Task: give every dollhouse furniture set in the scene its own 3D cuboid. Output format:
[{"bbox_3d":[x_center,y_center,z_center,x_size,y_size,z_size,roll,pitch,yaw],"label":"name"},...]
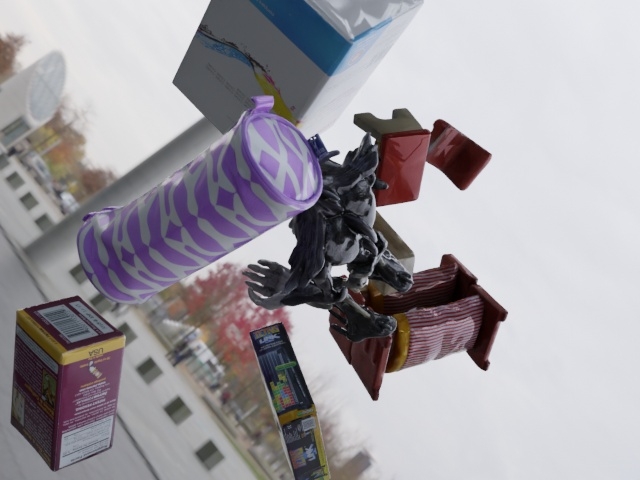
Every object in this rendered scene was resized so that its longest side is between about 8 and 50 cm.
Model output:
[{"bbox_3d":[0.144,0.016,1.070,0.152,0.201,0.374,-127,-147,-45],"label":"dollhouse furniture set"}]

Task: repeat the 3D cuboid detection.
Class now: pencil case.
[{"bbox_3d":[-0.095,-0.024,0.607,0.088,0.206,0.086,60,29,-1],"label":"pencil case"}]

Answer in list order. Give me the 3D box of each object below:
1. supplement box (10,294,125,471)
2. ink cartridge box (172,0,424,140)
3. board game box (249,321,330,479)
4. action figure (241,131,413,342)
[{"bbox_3d":[-0.151,0.084,0.477,0.055,0.043,0.083,31,-61,35],"label":"supplement box"},{"bbox_3d":[-0.038,-0.274,1.123,0.197,0.198,0.270,45,-45,5],"label":"ink cartridge box"},{"bbox_3d":[-0.038,0.208,1.005,0.170,0.048,0.141,82,-14,-47],"label":"board game box"},{"bbox_3d":[0.000,0.000,0.754,0.141,0.164,0.275,14,-22,25],"label":"action figure"}]
